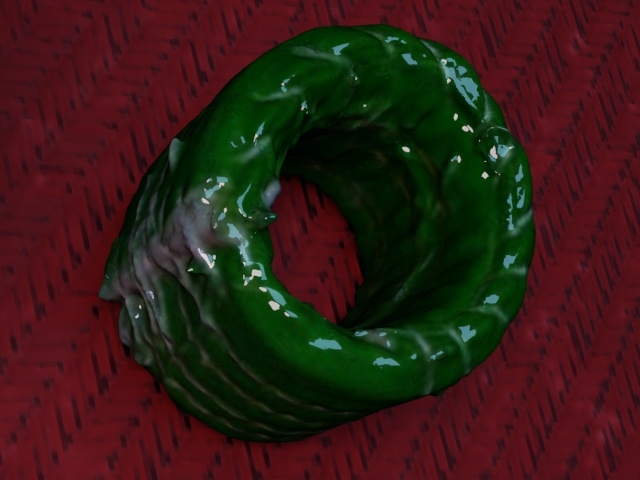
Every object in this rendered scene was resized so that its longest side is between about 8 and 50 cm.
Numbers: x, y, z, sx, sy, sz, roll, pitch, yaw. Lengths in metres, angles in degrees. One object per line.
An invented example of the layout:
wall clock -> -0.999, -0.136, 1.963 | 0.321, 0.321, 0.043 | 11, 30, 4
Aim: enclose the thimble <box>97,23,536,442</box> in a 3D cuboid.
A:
thimble -> 0.000, 0.000, 0.513 | 0.130, 0.090, 0.118 | -17, 81, -37
